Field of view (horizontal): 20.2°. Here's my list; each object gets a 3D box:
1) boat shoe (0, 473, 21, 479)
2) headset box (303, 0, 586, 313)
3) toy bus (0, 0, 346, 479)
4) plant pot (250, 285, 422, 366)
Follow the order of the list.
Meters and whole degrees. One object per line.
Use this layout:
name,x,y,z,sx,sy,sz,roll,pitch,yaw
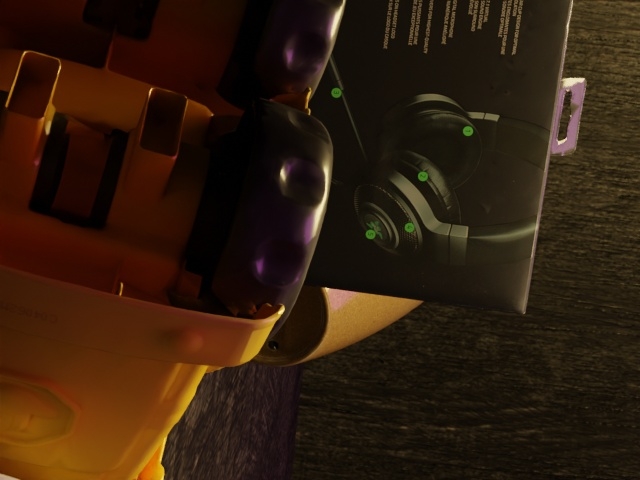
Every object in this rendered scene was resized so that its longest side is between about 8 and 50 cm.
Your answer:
boat shoe,-0.117,0.163,0.664,0.324,0.116,0.096,79,23,-67
headset box,0.036,-0.098,1.207,0.131,0.283,0.246,-72,168,-71
toy bus,-0.089,-0.010,0.634,0.211,0.149,0.220,113,-11,-46
plant pot,0.000,0.000,1.556,0.254,0.237,0.237,-51,151,-58
